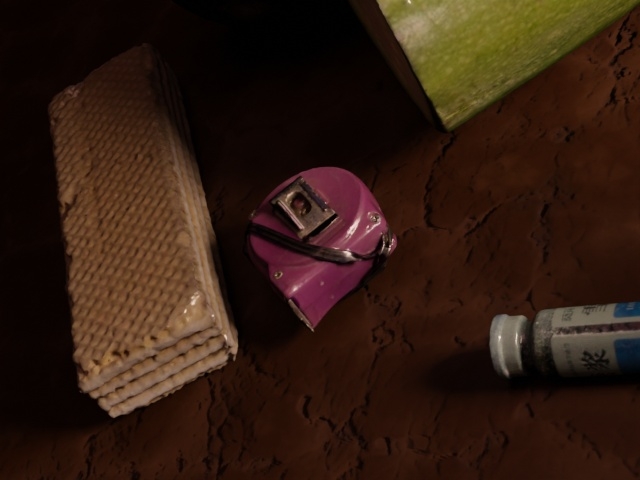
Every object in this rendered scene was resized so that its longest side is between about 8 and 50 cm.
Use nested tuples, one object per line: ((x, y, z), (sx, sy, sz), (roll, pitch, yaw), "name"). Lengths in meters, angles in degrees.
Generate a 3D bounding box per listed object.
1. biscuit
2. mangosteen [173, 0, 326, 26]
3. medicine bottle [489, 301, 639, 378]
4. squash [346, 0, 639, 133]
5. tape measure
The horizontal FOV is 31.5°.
((-0.181, -0.030, 1.078), (0.144, 0.078, 0.426), (-27, 43, 9), "biscuit")
((-0.056, -0.349, 1.164), (0.275, 0.302, 0.275), (1, 94, 15), "mangosteen")
((0.212, 0.066, 0.772), (0.191, 0.051, 0.051), (-6, 50, 28), "medicine bottle")
((0.193, -0.298, 0.948), (0.384, 0.263, 0.263), (-33, 43, 3), "squash")
((0.000, 0.000, 0.943), (0.118, 0.074, 0.125), (-41, 45, -7), "tape measure")
